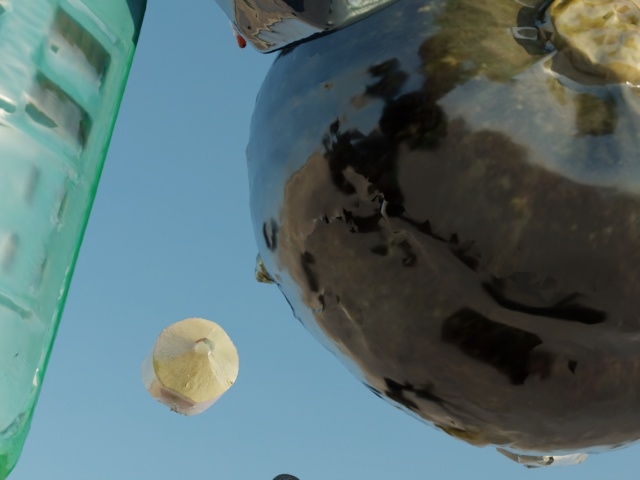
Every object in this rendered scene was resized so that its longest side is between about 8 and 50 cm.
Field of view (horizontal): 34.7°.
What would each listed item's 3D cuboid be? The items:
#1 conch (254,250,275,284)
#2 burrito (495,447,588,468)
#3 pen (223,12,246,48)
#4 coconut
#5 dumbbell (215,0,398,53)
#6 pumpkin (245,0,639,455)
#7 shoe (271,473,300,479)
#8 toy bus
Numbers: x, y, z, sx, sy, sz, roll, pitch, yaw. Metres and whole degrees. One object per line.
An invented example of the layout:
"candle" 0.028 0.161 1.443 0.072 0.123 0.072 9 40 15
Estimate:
"conch" 0.000 0.003 1.415 0.181 0.187 0.124 0 -71 4
"burrito" 0.232 0.206 1.053 0.064 0.064 0.203 -11 -13 27
"pen" -0.084 -0.261 0.817 0.026 0.026 0.218 -5 -72 21
"coconut" -0.209 0.201 1.657 0.147 0.147 0.153 23 -33 -14
"dumbbell" 0.066 -0.229 0.587 0.156 0.316 0.144 51 -29 12
"pumpkin" 0.168 -0.057 0.799 0.454 0.454 0.344 11 -27 1
"shoe" -0.057 0.350 1.232 0.062 0.159 0.053 4 -33 20
"toy bus" -0.207 -0.046 0.485 0.199 0.344 0.183 -14 -33 39
